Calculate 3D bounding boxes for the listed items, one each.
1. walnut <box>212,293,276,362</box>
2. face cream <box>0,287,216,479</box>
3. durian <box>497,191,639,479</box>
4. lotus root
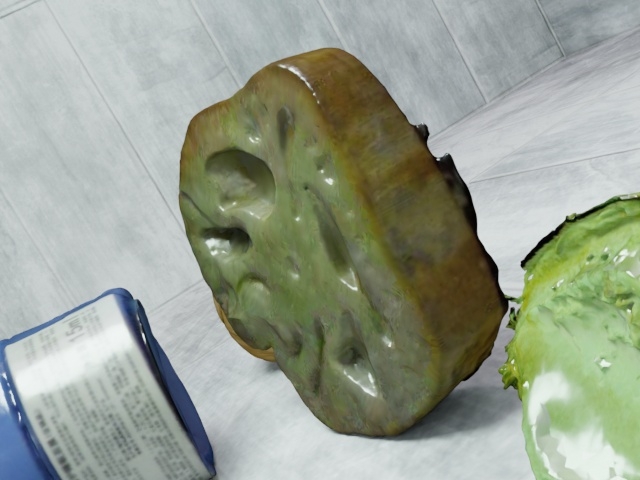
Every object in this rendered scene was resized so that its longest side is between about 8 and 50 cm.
[{"bbox_3d":[-0.044,0.071,1.132,0.222,0.195,0.195,-25,6,-23],"label":"walnut"},{"bbox_3d":[-0.257,0.202,0.851,0.225,0.248,0.249,-26,8,-10],"label":"face cream"},{"bbox_3d":[0.164,0.078,0.311,0.163,0.198,0.394,-33,7,-11],"label":"durian"},{"bbox_3d":[0.000,0.000,0.742,0.111,0.374,0.390,-25,43,-32],"label":"lotus root"}]
